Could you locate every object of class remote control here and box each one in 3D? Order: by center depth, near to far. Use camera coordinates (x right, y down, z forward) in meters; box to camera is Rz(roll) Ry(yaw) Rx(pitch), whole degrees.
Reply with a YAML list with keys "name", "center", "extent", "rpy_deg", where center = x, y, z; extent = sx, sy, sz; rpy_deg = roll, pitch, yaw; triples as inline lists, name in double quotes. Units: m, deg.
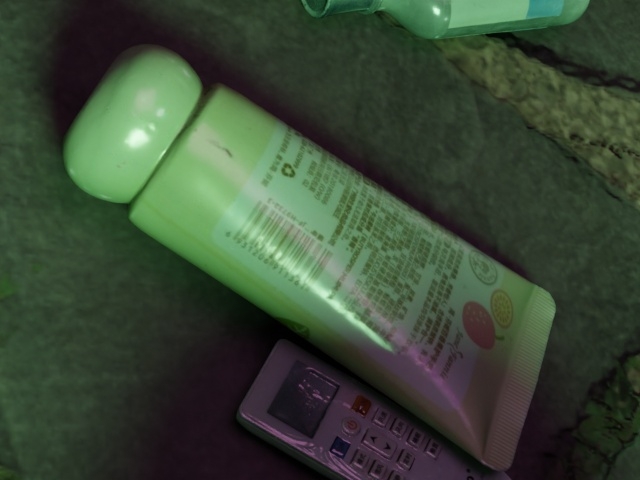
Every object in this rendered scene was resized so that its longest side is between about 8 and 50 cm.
- name: "remote control"
  center: [0.032, 0.120, 0.896]
  extent: [0.162, 0.029, 0.061]
  rpy_deg: [32, 50, 0]

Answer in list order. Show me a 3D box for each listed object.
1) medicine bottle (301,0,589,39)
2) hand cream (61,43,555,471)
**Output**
- name: "medicine bottle"
  center: [0.085, -0.179, 1.087]
  extent: [0.208, 0.053, 0.090]
  rpy_deg: [-10, 67, -30]
- name: "hand cream"
  center: [0.000, 0.000, 0.914]
  extent: [0.306, 0.093, 0.147]
  rpy_deg: [32, 44, -8]
